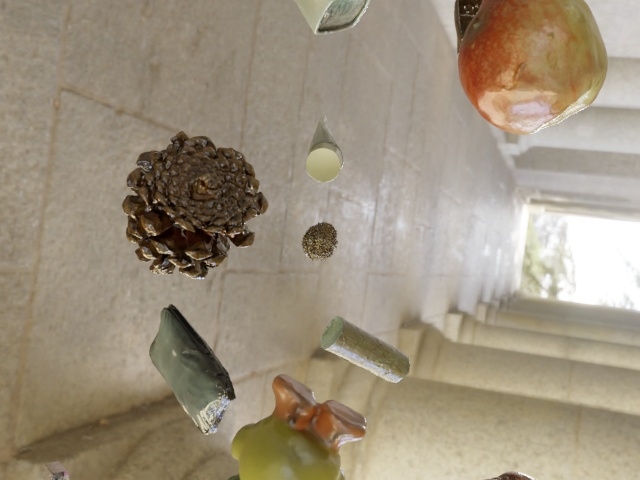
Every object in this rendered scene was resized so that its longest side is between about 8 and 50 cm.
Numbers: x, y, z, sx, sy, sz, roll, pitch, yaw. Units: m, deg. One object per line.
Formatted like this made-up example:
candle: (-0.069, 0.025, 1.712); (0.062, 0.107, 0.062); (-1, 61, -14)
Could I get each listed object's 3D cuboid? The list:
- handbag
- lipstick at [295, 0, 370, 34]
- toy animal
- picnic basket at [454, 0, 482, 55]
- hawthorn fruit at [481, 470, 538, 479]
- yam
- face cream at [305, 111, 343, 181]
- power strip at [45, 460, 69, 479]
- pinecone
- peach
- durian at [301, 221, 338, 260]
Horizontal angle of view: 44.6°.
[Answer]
handbag: (-0.323, 0.322, 1.933); (0.075, 0.332, 0.191); (-7, 132, -42)
lipstick: (-0.032, -0.349, 0.870); (0.079, 0.252, 0.077); (-21, 162, -29)
toy animal: (-0.070, 0.423, 1.348); (0.338, 0.216, 0.191); (-63, -179, 6)
picnic basket: (0.325, -0.433, 1.592); (0.193, 0.110, 0.054); (-81, 178, -48)
hawthorn fruit: (0.340, 0.550, 1.380); (0.210, 0.211, 0.262); (-41, 135, -65)
yam: (0.117, 0.277, 1.945); (0.259, 0.093, 0.093); (32, 60, -30)
face cream: (0.016, -0.188, 1.597); (0.224, 0.070, 0.114); (-74, 150, -67)
power strip: (-0.600, 0.571, 1.780); (0.279, 0.038, 0.109); (156, -71, -65)
pinecone: (-0.340, -0.061, 2.002); (0.384, 0.385, 0.384); (7, 90, -72)
peach: (0.327, -0.305, 1.249); (0.256, 0.232, 0.232); (60, 18, 6)
durian: (0.000, 0.000, 1.589); (0.091, 0.080, 0.080); (-72, 160, -43)
